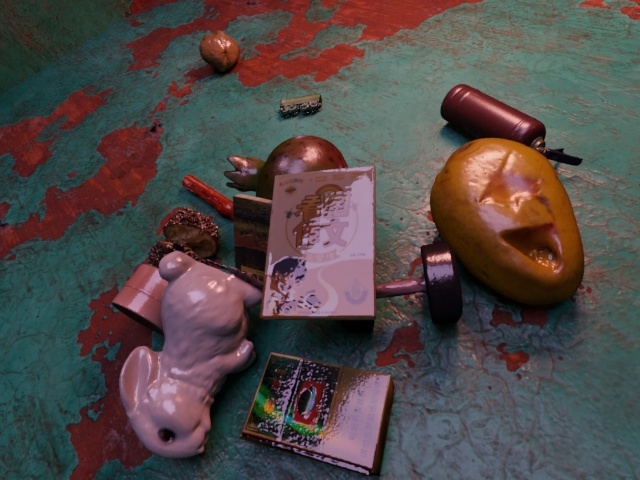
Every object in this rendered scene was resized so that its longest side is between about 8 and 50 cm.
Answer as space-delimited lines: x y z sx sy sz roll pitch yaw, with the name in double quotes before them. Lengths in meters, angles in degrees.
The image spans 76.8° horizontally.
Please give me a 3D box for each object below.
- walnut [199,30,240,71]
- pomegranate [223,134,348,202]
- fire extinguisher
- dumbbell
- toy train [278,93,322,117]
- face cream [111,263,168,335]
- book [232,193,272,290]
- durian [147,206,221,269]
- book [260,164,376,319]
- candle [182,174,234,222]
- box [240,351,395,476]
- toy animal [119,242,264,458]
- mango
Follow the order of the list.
"walnut" -0.394 -0.743 1.588 0.167 0.149 0.166 2 24 -1
"pomegranate" -0.080 -0.116 0.948 0.306 0.242 0.242 -7 53 10
"fire extinguisher" 0.455 -0.267 0.972 0.138 0.102 0.344 -9 42 -33
"dumbbell" 0.146 0.091 0.766 0.218 0.152 0.152 -9 52 12
"toy train" -0.065 -0.438 1.308 0.148 0.038 0.070 -2 55 16
"face cream" -0.373 0.136 0.912 0.149 0.149 0.104 14 59 27
"book" -0.123 0.022 0.886 0.160 0.228 0.024 14 22 28
"durian" -0.339 0.013 0.991 0.196 0.167 0.196 -22 37 17
"book" 0.000 0.000 0.750 0.208 0.020 0.295 -4 67 15
"candle" -0.304 -0.118 1.147 0.051 0.048 0.329 -38 50 -28
"box" -0.002 0.300 0.714 0.240 0.071 0.159 4 59 22
"toy animal" -0.259 0.216 0.787 0.258 0.194 0.357 29 66 -12
"mango" 0.362 -0.041 0.789 0.253 0.182 0.364 -19 62 1
